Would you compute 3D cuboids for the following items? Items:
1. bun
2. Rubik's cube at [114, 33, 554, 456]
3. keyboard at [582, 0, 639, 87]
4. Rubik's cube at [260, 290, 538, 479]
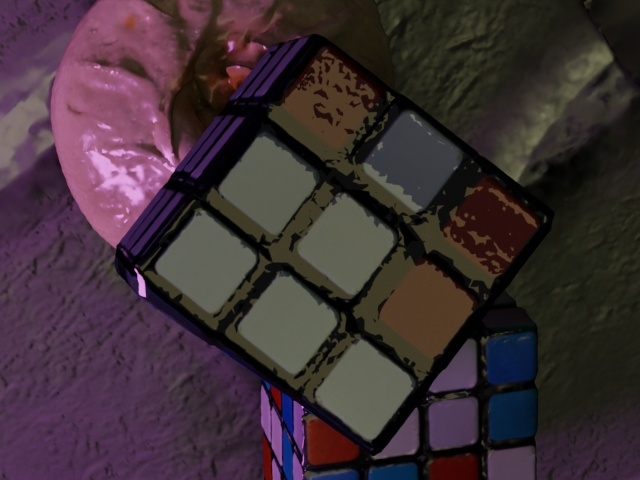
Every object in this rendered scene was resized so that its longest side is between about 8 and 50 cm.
[{"bbox_3d":[-0.054,-0.077,1.146,0.222,0.127,0.222,-3,109,-9],"label":"bun"},{"bbox_3d":[0.000,0.000,1.021,0.162,0.160,0.163,39,87,-10],"label":"Rubik's cube"},{"bbox_3d":[0.250,-0.102,1.260,0.074,0.015,0.196,-36,110,6],"label":"keyboard"},{"bbox_3d":[0.045,0.106,1.210,0.151,0.155,0.154,-6,109,-9],"label":"Rubik's cube"}]
